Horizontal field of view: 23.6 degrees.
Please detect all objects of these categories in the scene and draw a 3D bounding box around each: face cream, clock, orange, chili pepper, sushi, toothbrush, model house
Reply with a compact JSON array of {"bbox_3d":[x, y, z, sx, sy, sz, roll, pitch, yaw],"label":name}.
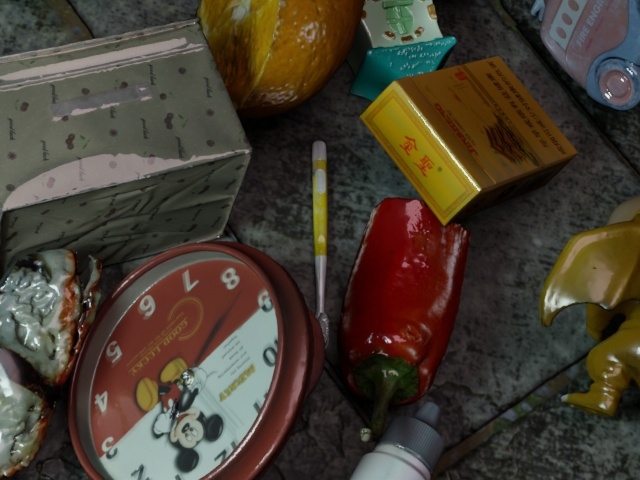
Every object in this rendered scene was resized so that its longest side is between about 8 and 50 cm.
[{"bbox_3d":[0.061,0.307,1.715,0.092,0.092,0.311,31,62,2],"label":"face cream"},{"bbox_3d":[-0.140,0.150,1.655,0.080,0.319,0.318,36,46,-49],"label":"clock"},{"bbox_3d":[-0.069,-0.313,1.899,0.274,0.274,0.310,-27,80,-25],"label":"orange"},{"bbox_3d":[0.083,0.120,1.792,0.135,0.131,0.338,31,53,-27],"label":"chili pepper"},{"bbox_3d":[-0.345,0.150,1.656,0.130,0.124,0.332,26,65,-13],"label":"sushi"},{"bbox_3d":[0.000,0.000,1.891,0.021,0.024,0.288,5,63,-11],"label":"toothbrush"},{"bbox_3d":[0.101,-0.242,1.998,0.127,0.100,0.149,-12,69,-19],"label":"model house"}]

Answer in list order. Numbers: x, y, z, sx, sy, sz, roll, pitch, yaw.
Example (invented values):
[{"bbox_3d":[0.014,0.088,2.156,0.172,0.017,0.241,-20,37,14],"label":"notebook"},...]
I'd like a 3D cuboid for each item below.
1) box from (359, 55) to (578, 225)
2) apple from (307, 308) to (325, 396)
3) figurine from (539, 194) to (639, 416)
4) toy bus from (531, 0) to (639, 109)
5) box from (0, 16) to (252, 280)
[{"bbox_3d":[0.189,-0.131,1.909,0.174,0.076,0.274,52,34,13],"label":"box"},{"bbox_3d":[-0.069,0.125,1.756,0.153,0.120,0.153,7,61,-13],"label":"apple"},{"bbox_3d":[0.485,0.071,1.848,0.401,0.268,0.387,23,74,10],"label":"figurine"},{"bbox_3d":[0.408,-0.331,2.022,0.232,0.294,0.197,41,47,21],"label":"toy bus"},{"bbox_3d":[-0.258,-0.093,1.756,0.297,0.225,0.190,-14,68,-19],"label":"box"}]
